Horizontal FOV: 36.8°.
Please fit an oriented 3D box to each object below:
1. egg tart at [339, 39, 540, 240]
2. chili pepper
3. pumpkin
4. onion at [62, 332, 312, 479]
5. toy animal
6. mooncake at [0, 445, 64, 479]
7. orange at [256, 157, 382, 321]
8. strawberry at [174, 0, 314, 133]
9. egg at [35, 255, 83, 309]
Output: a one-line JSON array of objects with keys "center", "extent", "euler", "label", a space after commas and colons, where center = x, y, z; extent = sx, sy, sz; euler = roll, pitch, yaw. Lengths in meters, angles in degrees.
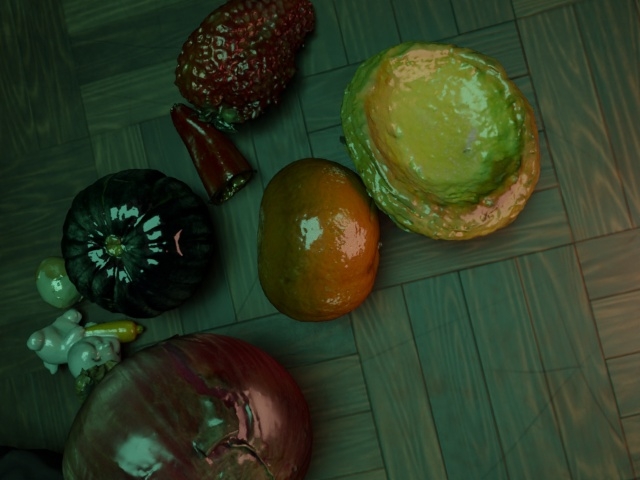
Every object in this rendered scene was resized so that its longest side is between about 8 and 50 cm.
[{"center": [0.158, -0.128, 1.312], "extent": [0.294, 0.123, 0.294], "euler": [4, 70, -10], "label": "egg tart"}, {"center": [-0.174, -0.141, 1.432], "extent": [0.088, 0.065, 0.169], "euler": [-43, 72, 26], "label": "chili pepper"}, {"center": [-0.262, 0.004, 1.380], "extent": [0.221, 0.162, 0.220], "euler": [1, 95, 17], "label": "pumpkin"}, {"center": [-0.174, 0.294, 1.256], "extent": [0.354, 0.353, 0.353], "euler": [-1, 85, 10], "label": "onion"}, {"center": [-0.328, 0.186, 1.426], "extent": [0.182, 0.131, 0.127], "euler": [32, 123, 18], "label": "toy animal"}, {"center": [-0.452, 0.470, 1.362], "extent": [0.381, 0.212, 0.350], "euler": [1, 80, 8], "label": "mooncake"}, {"center": [0.000, 0.000, 1.308], "extent": [0.170, 0.224, 0.224], "euler": [0, 85, -11], "label": "orange"}, {"center": [-0.121, -0.282, 1.389], "extent": [0.175, 0.107, 0.236], "euler": [11, 75, 19], "label": "strawberry"}, {"center": [-0.392, 0.061, 1.444], "extent": [0.083, 0.071, 0.071], "euler": [44, 94, 17], "label": "egg"}]
